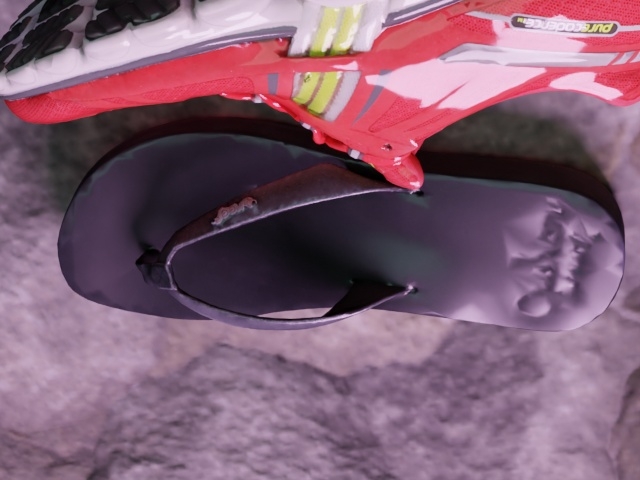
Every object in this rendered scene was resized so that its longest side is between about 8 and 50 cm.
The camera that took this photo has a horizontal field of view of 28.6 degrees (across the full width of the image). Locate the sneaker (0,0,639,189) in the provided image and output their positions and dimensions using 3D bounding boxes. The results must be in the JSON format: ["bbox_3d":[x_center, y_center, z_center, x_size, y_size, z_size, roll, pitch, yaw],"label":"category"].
[{"bbox_3d":[0.000,-0.068,0.478,0.279,0.107,0.118,-7,127,20],"label":"sneaker"}]

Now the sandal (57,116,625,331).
[{"bbox_3d":[0.000,-0.001,0.541,0.254,0.054,0.097,0,120,14],"label":"sandal"}]
